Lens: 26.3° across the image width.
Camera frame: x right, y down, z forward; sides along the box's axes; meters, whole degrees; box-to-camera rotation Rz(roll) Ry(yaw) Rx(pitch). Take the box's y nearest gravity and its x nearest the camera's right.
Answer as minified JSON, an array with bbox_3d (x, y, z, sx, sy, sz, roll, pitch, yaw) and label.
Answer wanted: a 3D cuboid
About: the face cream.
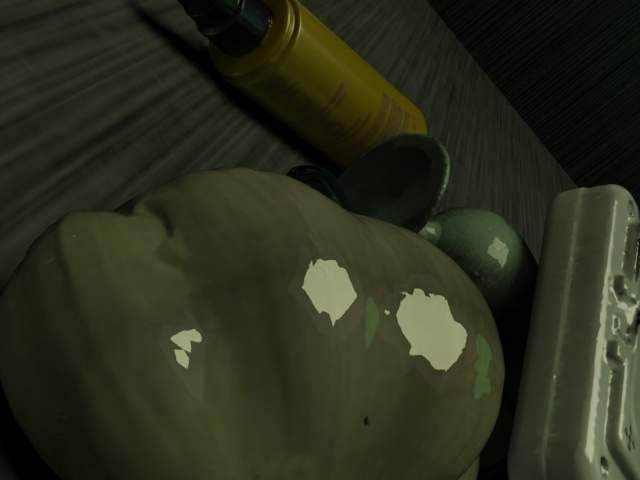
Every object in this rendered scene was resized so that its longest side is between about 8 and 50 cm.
[{"bbox_3d":[-0.021,-0.127,1.005,0.273,0.078,0.078,34,23,-48],"label":"face cream"}]

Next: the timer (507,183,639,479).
[{"bbox_3d":[0.197,0.101,0.900,0.178,0.078,0.253,56,37,-38],"label":"timer"}]

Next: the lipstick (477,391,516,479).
[{"bbox_3d":[0.070,0.082,0.853,0.145,0.045,0.045,48,18,-17],"label":"lipstick"}]

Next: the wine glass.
[{"bbox_3d":[0.106,0.033,0.960,0.231,0.103,0.103,43,17,-36],"label":"wine glass"}]

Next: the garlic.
[{"bbox_3d":[-0.012,0.044,0.535,0.229,0.143,0.178,19,36,-48],"label":"garlic"}]

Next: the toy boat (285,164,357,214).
[{"bbox_3d":[0.000,0.000,0.817,0.060,0.055,0.141,48,15,-39],"label":"toy boat"}]
